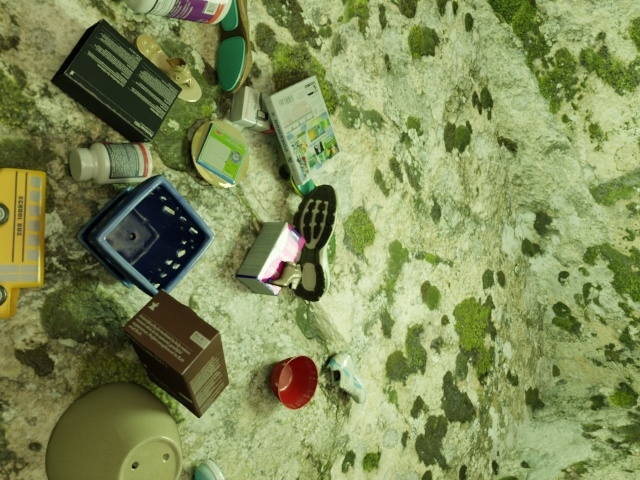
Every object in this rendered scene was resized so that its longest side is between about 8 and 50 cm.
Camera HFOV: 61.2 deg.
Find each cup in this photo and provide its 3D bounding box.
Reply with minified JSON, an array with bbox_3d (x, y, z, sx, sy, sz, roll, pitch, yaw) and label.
[{"bbox_3d":[-0.486,0.551,1.375,0.330,0.236,0.332,-2,93,-44],"label":"cup"}]

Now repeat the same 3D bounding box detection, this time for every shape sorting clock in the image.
[{"bbox_3d":[-0.306,-0.264,1.660,0.206,0.040,0.207,1,89,-41],"label":"shape sorting clock"}]

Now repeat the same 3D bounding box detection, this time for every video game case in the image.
[{"bbox_3d":[-0.050,-0.383,1.847,0.329,0.036,0.300,-47,122,-53],"label":"video game case"}]

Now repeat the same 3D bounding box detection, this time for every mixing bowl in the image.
[{"bbox_3d":[-0.104,0.472,1.841,0.181,0.098,0.182,-3,94,-44],"label":"mixing bowl"}]

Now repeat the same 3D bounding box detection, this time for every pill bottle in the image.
[{"bbox_3d":[-0.408,-0.694,1.449,0.322,0.181,0.182,-10,98,-44],"label":"pill bottle"},{"bbox_3d":[-0.538,-0.198,1.389,0.180,0.107,0.108,-10,98,-44],"label":"pill bottle"}]

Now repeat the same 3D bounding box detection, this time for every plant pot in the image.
[{"bbox_3d":[-0.460,-0.008,1.398,0.236,0.212,0.236,54,56,-31],"label":"plant pot"}]

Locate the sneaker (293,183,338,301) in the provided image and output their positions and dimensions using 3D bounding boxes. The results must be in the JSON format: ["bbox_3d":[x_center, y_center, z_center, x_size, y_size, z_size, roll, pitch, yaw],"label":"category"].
[{"bbox_3d":[0.000,0.000,1.905,0.182,0.157,0.411,-26,127,-64],"label":"sneaker"}]

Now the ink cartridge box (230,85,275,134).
[{"bbox_3d":[-0.207,-0.416,1.736,0.150,0.063,0.109,10,84,-45],"label":"ink cartridge box"}]

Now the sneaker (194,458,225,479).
[{"bbox_3d":[-0.372,0.821,1.572,0.208,0.127,0.319,-9,97,-45],"label":"sneaker"}]

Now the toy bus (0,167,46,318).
[{"bbox_3d":[-0.708,0.006,1.229,0.130,0.108,0.333,1,90,-46],"label":"toy bus"}]

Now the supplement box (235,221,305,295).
[{"bbox_3d":[-0.161,0.058,1.764,0.111,0.113,0.220,44,60,-37],"label":"supplement box"}]

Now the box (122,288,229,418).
[{"bbox_3d":[-0.354,0.304,1.389,0.143,0.191,0.382,-48,162,-30],"label":"box"}]

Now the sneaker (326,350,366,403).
[{"bbox_3d":[0.097,0.535,2.058,0.092,0.087,0.229,-35,108,-30],"label":"sneaker"}]

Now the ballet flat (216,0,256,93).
[{"bbox_3d":[-0.256,-0.621,1.669,0.124,0.116,0.343,-10,95,-63],"label":"ballet flat"}]

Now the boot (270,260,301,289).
[{"bbox_3d":[-0.108,0.107,1.716,0.118,0.042,0.087,18,73,-47],"label":"boot"}]

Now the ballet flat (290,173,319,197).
[{"bbox_3d":[-0.039,-0.170,1.899,0.230,0.077,0.077,28,69,-40],"label":"ballet flat"}]

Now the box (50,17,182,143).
[{"bbox_3d":[-0.520,-0.402,1.404,0.261,0.103,0.185,40,61,-38],"label":"box"}]

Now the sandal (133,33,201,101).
[{"bbox_3d":[-0.412,-0.483,1.522,0.240,0.079,0.088,42,63,-37],"label":"sandal"}]
